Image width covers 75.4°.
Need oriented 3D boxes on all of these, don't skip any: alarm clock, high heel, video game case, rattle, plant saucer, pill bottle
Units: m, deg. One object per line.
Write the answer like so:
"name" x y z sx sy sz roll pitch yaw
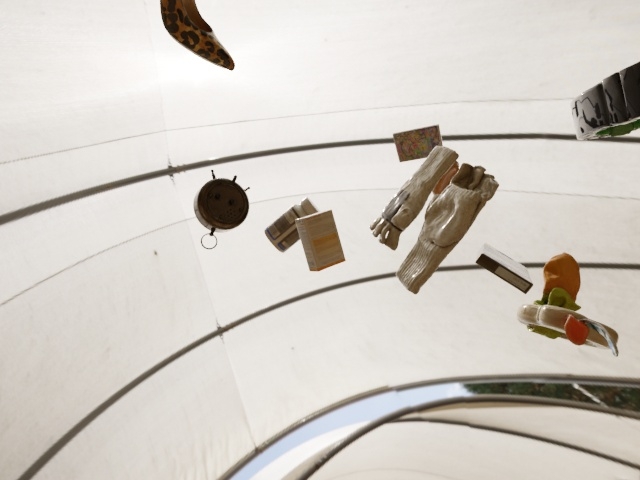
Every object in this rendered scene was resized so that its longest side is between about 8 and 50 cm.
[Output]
"alarm clock" -0.244 -0.069 1.006 0.129 0.064 0.192 23 -106 -26
"high heel" -0.217 -0.451 0.742 0.186 0.093 0.261 -41 -60 20
"video game case" 0.262 -0.258 1.107 0.011 0.121 0.087 -67 -37 -47
"rattle" 0.348 0.075 0.554 0.143 0.130 0.199 -55 -31 0
"plant saucer" 0.262 -0.127 0.860 0.083 0.013 0.084 -33 -37 -30
"pill bottle" -0.064 -0.040 1.020 0.137 0.078 0.078 -39 -45 6

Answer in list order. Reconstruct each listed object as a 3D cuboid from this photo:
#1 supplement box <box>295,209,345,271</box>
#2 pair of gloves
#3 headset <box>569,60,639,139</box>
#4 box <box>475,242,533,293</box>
"supplement box" 0.000 0.000 0.743 0.062 0.036 0.099 -18 -84 -29
"pair of gloves" 0.163 -0.048 0.656 0.042 0.240 0.204 29 -70 -18
"headset" 0.430 -0.143 0.365 0.243 0.394 0.185 -13 -90 -12
"box" 0.481 0.067 1.092 0.037 0.136 0.225 -61 -17 19
